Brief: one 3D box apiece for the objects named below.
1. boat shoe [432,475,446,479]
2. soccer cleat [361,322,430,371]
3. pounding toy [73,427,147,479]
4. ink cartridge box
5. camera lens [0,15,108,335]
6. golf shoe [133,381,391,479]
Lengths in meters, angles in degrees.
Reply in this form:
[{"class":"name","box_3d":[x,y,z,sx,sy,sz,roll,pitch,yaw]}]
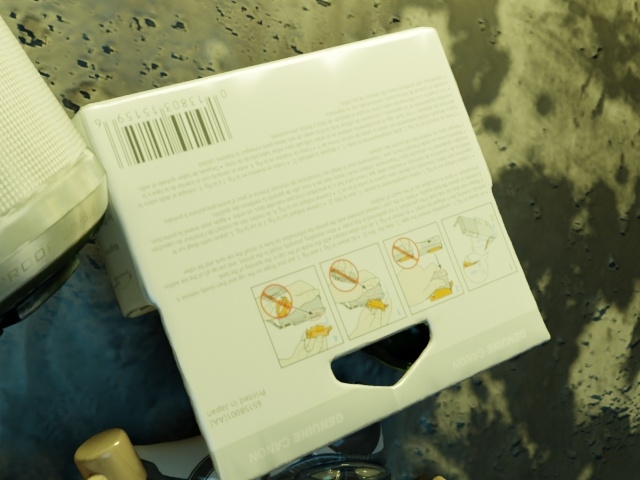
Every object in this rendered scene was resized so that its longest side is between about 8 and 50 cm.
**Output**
[{"class":"boat shoe","box_3d":[0.145,0.242,0.794,0.183,0.066,0.066,35,77,-21]},{"class":"soccer cleat","box_3d":[0.016,0.042,0.726,0.179,0.072,0.060,29,80,-22]},{"class":"pounding toy","box_3d":[-0.206,0.139,0.571,0.206,0.181,0.094,-26,101,-21]},{"class":"ink cartridge box","box_3d":[0.000,0.000,0.683,0.275,0.060,0.238,-19,88,-31]},{"class":"camera lens","box_3d":[-0.258,-0.062,0.521,0.219,0.219,0.274,-37,105,-19]},{"class":"golf shoe","box_3d":[-0.048,0.135,0.711,0.198,0.077,0.093,5,72,-26]}]
